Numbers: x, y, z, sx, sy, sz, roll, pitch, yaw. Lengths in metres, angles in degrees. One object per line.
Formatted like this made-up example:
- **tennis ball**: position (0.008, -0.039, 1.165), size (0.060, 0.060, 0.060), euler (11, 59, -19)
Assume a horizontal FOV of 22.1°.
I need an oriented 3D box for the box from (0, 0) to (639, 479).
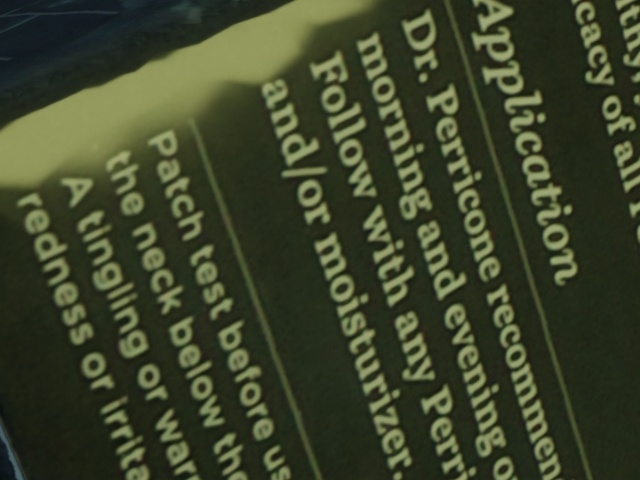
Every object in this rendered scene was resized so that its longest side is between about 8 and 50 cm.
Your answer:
- **box**: position (0.000, 0.000, 0.646), size (0.471, 0.297, 0.480), euler (-27, 19, -31)
